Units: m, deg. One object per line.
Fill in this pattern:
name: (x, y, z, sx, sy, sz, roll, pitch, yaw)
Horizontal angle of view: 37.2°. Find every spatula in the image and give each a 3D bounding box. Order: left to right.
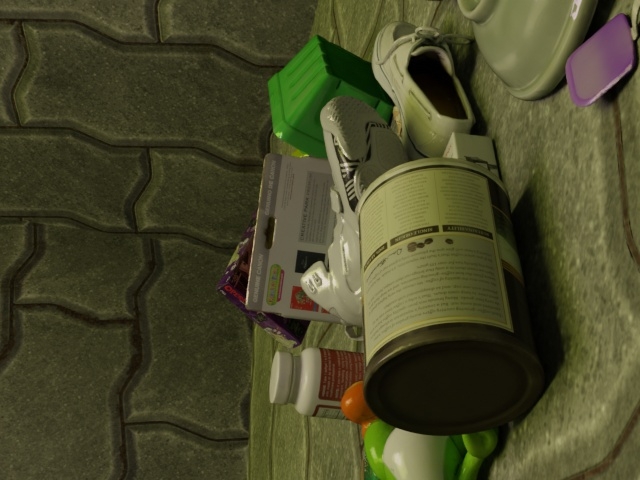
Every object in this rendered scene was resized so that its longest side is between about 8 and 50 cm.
spatula: (0.317, -0.240, 0.917, 0.296, 0.030, 0.084, 113, 161, -56)

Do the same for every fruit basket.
fruit basket: (0.001, -0.228, 2.150, 0.392, 0.283, 0.392, -54, 20, 31)

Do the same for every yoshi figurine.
yoshi figurine: (0.119, 0.294, 1.177, 0.362, 0.203, 0.203, -101, 27, -54)

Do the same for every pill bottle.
pill bottle: (0.024, 0.250, 1.659, 0.121, 0.216, 0.121, -172, 90, -80)

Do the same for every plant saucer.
plant saucer: (0.242, -0.376, 1.173, 0.400, 0.100, 0.400, -177, 90, -83)

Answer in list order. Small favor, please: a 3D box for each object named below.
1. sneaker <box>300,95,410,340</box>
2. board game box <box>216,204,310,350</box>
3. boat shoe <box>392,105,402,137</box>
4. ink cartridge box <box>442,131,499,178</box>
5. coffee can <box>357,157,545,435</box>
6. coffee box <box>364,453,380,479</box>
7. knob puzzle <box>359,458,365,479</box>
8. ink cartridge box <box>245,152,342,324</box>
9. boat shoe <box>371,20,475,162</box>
sneaker: (0.049, -0.022, 1.442, 0.210, 0.137, 0.366, -27, 86, 41)
board game box: (-0.072, 0.037, 2.004, 0.056, 0.208, 0.347, -25, 30, 39)
boat shoe: (0.162, -0.205, 1.692, 0.170, 0.063, 0.059, -140, 65, -78)
ink cartridge box: (0.204, -0.062, 1.330, 0.109, 0.063, 0.150, 108, 166, -46)
coffee can: (0.147, 0.065, 1.146, 0.201, 0.201, 0.275, 109, 166, -47)
coffee box: (0.114, 0.346, 1.581, 0.184, 0.040, 0.113, 114, 161, -57)
knob puzzle: (0.077, 0.518, 1.679, 0.213, 0.030, 0.213, 5, -90, -90)
ink cartridge box: (0.000, 0.000, 1.843, 0.130, 0.272, 0.309, 172, 106, -80)
boat shoe: (0.169, -0.274, 1.499, 0.367, 0.136, 0.156, -96, 17, -45)
